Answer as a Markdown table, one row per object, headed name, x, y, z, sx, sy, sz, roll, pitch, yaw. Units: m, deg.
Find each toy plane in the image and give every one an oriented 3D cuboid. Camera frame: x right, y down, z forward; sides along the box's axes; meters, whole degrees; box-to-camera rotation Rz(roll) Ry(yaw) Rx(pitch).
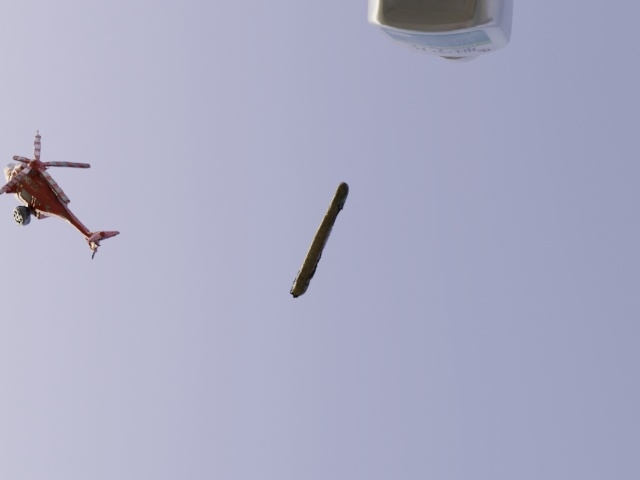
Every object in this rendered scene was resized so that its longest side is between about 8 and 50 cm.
| name | x | y | z | sx | sy | sz | roll | pitch | yaw |
| --- | --- | --- | --- | --- | --- | --- | --- | --- | --- |
| toy plane | -0.313 | -0.046 | 1.433 | 0.194 | 0.126 | 0.077 | 26 | -53 | 13 |

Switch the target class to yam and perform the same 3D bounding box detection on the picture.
| name | x | y | z | sx | sy | sz | roll | pitch | yaw |
| --- | --- | --- | --- | --- | --- | --- | --- | --- | --- |
| yam | 0.000 | 0.000 | 1.002 | 0.014 | 0.014 | 0.107 | 28 | -79 | 21 |

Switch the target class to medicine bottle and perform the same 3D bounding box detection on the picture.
| name | x | y | z | sx | sy | sz | roll | pitch | yaw |
| --- | --- | --- | --- | --- | --- | --- | --- | --- | --- |
| medicine bottle | 0.114 | -0.206 | 1.081 | 0.119 | 0.183 | 0.069 | 3 | -88 | 14 |
